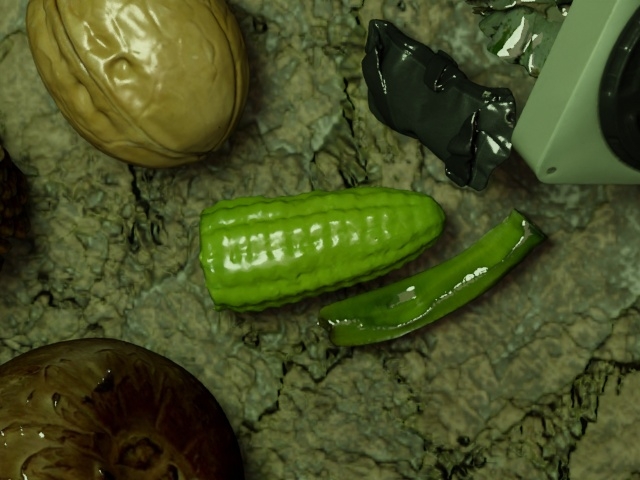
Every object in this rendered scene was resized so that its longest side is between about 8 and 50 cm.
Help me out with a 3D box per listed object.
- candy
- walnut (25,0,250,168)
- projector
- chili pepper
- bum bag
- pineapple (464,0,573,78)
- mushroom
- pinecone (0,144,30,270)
[{"bbox_3d":[0.000,0.000,1.611,0.210,0.097,0.096,-11,94,3],"label":"candy"},{"bbox_3d":[-0.145,-0.151,1.577,0.165,0.165,0.197,-26,89,6],"label":"walnut"},{"bbox_3d":[0.301,-0.152,1.473,0.257,0.079,0.259,-1,130,-32],"label":"projector"},{"bbox_3d":[0.096,0.038,1.627,0.202,0.050,0.052,-28,77,7],"label":"chili pepper"},{"bbox_3d":[0.086,-0.108,1.564,0.049,0.198,0.087,-12,124,-31],"label":"bum bag"},{"bbox_3d":[0.205,-0.265,1.536,0.263,0.262,0.271,24,119,2],"label":"pineapple"},{"bbox_3d":[-0.167,0.214,1.559,0.163,0.278,0.297,-24,55,34],"label":"mushroom"},{"bbox_3d":[-0.340,-0.034,1.585,0.208,0.208,0.207,0,95,4],"label":"pinecone"}]
